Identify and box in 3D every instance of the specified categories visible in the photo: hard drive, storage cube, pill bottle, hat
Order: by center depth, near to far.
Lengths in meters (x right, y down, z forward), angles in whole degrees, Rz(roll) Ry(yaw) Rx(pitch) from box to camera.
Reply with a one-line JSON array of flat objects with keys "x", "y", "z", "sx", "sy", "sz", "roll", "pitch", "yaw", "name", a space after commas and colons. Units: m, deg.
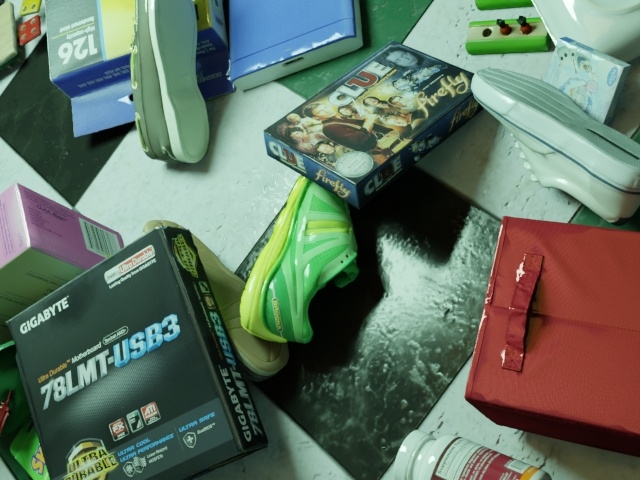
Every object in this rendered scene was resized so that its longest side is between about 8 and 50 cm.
[{"x": 0.267, "y": 0.099, "z": 0.806, "sx": 0.193, "sy": 0.215, "sz": 0.184, "roll": 8, "pitch": 75, "yaw": 25, "name": "storage cube"}, {"x": 0.157, "y": 0.256, "z": 0.877, "sx": 0.152, "sy": 0.086, "sz": 0.086, "roll": 16, "pitch": 79, "yaw": 34, "name": "pill bottle"}, {"x": -0.430, "y": 0.257, "z": 1.194, "sx": 0.208, "sy": 0.173, "sz": 0.184, "roll": -29, "pitch": 77, "yaw": 0, "name": "hat"}, {"x": -0.046, "y": -0.404, "z": 1.283, "sx": 0.210, "sy": 0.040, "sz": 0.319, "roll": -15, "pitch": 64, "yaw": 25, "name": "hard drive"}]

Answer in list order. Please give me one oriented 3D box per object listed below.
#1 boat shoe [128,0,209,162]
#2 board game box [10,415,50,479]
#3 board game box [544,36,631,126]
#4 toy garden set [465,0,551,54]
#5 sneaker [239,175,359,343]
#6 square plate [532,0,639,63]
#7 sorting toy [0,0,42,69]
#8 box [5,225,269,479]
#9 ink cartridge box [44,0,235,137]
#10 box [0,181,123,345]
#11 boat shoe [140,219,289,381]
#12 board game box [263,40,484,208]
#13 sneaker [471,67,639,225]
[{"x": -0.237, "y": -0.265, "z": 1.232, "sx": 0.091, "sy": 0.109, "sz": 0.305, "roll": 2, "pitch": 105, "yaw": 28, "name": "boat shoe"}, {"x": -0.332, "y": 0.313, "z": 1.167, "sx": 0.259, "sy": 0.039, "sz": 0.124, "roll": 31, "pitch": 88, "yaw": 33, "name": "board game box"}, {"x": 0.305, "y": -0.178, "z": 0.973, "sx": 0.090, "sy": 0.020, "sz": 0.090, "roll": 39, "pitch": 134, "yaw": 35, "name": "board game box"}, {"x": 0.299, "y": -0.360, "z": 1.062, "sx": 0.203, "sy": 0.049, "sz": 0.244, "roll": 5, "pitch": 73, "yaw": 31, "name": "toy garden set"}, {"x": 0.000, "y": 0.000, "z": 1.075, "sx": 0.123, "sy": 0.109, "sz": 0.296, "roll": 25, "pitch": 74, "yaw": 1, "name": "sneaker"}, {"x": 0.385, "y": -0.411, "z": 0.985, "sx": 0.347, "sy": 0.049, "sz": 0.344, "roll": -28, "pitch": 72, "yaw": 13, "name": "square plate"}, {"x": -0.613, "y": -0.370, "z": 1.592, "sx": 0.274, "sy": 0.046, "sz": 0.132, "roll": -27, "pitch": 60, "yaw": 19, "name": "sorting toy"}, {"x": -0.243, "y": 0.175, "z": 1.058, "sx": 0.295, "sy": 0.073, "sz": 0.293, "roll": -28, "pitch": 75, "yaw": 23, "name": "box"}, {"x": -0.300, "y": -0.352, "z": 1.337, "sx": 0.303, "sy": 0.072, "sz": 0.307, "roll": -13, "pitch": 76, "yaw": 18, "name": "ink cartridge box"}, {"x": -0.440, "y": 0.059, "z": 1.220, "sx": 0.243, "sy": 0.213, "sz": 0.117, "roll": -34, "pitch": 58, "yaw": 15, "name": "box"}, {"x": -0.154, "y": 0.089, "z": 1.121, "sx": 0.285, "sy": 0.103, "sz": 0.092, "roll": 44, "pitch": 121, "yaw": 22, "name": "boat shoe"}, {"x": 0.071, "y": -0.154, "z": 1.048, "sx": 0.243, "sy": 0.042, "sz": 0.165, "roll": -39, "pitch": 51, "yaw": -25, "name": "board game box"}, {"x": 0.260, "y": -0.109, "z": 0.956, "sx": 0.258, "sy": 0.094, "sz": 0.091, "roll": 47, "pitch": 137, "yaw": 37, "name": "sneaker"}]
